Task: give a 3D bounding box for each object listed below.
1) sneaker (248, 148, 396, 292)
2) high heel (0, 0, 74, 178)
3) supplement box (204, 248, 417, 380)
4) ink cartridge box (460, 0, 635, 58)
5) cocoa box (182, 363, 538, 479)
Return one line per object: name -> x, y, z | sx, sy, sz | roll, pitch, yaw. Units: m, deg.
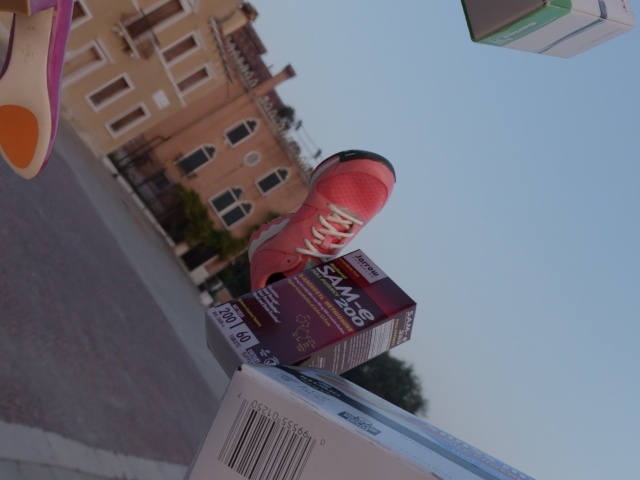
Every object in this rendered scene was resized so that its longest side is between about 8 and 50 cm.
sneaker -> 0.000, 0.000, 0.978 | 0.115, 0.314, 0.136 | 28, 42, -23
high heel -> -0.311, -0.194, 0.757 | 0.117, 0.082, 0.244 | -69, 166, -60
supplement box -> -0.011, 0.108, 0.866 | 0.130, 0.239, 0.073 | 45, -37, 37
ink cartridge box -> 0.225, -0.278, 0.695 | 0.086, 0.208, 0.153 | -20, -98, 45
cocoa box -> 0.061, 0.291, 0.628 | 0.346, 0.232, 0.228 | 24, -1, 22
